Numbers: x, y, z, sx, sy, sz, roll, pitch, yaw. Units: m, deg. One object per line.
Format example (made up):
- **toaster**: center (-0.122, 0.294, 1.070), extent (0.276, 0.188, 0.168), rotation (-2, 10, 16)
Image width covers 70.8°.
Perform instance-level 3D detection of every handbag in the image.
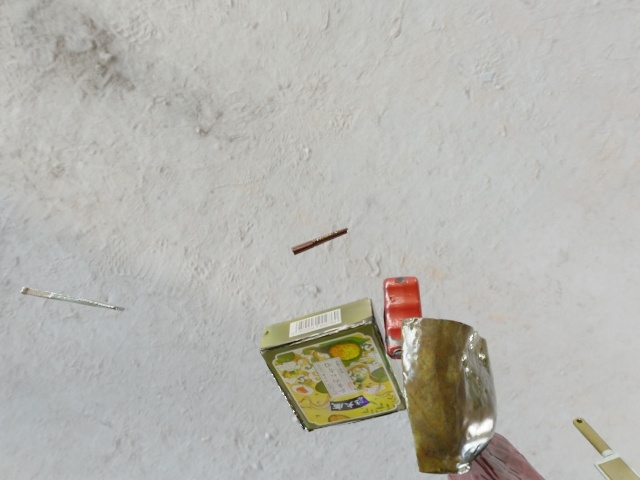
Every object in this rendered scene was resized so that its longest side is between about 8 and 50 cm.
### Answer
- **handbag**: center (0.370, 0.514, 0.947), extent (0.147, 0.225, 0.135), rotation (7, 100, -15)

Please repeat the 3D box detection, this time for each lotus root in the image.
- **lotus root**: center (0.254, 0.309, 0.867), extent (0.150, 0.260, 0.267), rotation (-9, 148, 26)

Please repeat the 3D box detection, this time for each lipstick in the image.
- **lipstick**: center (0.000, 0.000, 1.323), extent (0.177, 0.027, 0.027), rotation (-22, 108, -6)

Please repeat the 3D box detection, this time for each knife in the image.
- **knife**: center (0.629, 0.488, 0.975), extent (0.061, 0.343, 0.026), rotation (-23, 96, 6)

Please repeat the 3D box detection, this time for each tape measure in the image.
- **tape measure**: center (0.246, 0.245, 1.347), extent (0.114, 0.260, 0.252), rotation (-3, 65, 8)

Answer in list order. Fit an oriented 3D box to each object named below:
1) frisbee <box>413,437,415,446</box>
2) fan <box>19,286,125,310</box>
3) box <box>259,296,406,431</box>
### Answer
- **frisbee**: center (0.458, 0.731, 1.682), extent (0.021, 0.250, 0.250), rotation (34, 103, -34)
- **fan**: center (-0.670, 0.161, 1.218), extent (0.282, 0.057, 0.023), rotation (10, 80, 3)
- **box**: center (0.052, 0.421, 1.486), extent (0.373, 0.138, 0.419), rotation (-18, 118, 10)
